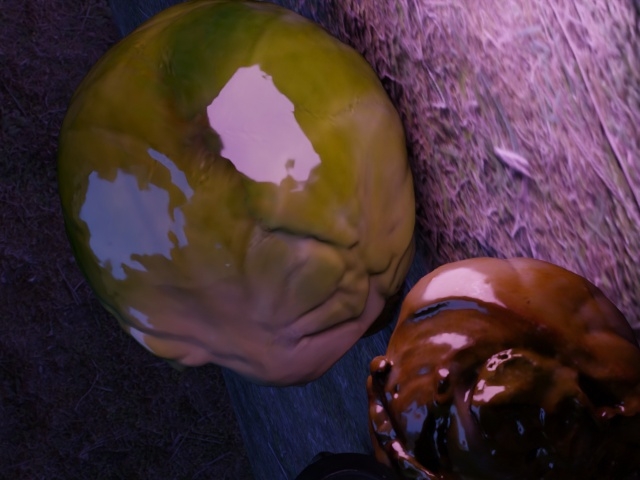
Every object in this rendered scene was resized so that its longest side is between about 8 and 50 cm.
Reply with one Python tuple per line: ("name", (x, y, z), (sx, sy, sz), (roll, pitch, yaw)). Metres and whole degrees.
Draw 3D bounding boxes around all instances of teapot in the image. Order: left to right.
("teapot", (0.037, 0.363, 1.927), (0.203, 0.171, 0.225), (62, 175, 1))

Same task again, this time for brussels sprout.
("brussels sprout", (-0.065, -0.048, 1.330), (0.268, 0.344, 0.344), (-46, -59, -62))

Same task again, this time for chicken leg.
("chicken leg", (0.149, 0.185, 1.054), (0.295, 0.182, 0.409), (46, 160, 16))

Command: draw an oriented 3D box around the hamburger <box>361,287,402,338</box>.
("hamburger", (-0.043, 0.038, 1.589), (0.330, 0.209, 0.162), (97, 151, -71))
